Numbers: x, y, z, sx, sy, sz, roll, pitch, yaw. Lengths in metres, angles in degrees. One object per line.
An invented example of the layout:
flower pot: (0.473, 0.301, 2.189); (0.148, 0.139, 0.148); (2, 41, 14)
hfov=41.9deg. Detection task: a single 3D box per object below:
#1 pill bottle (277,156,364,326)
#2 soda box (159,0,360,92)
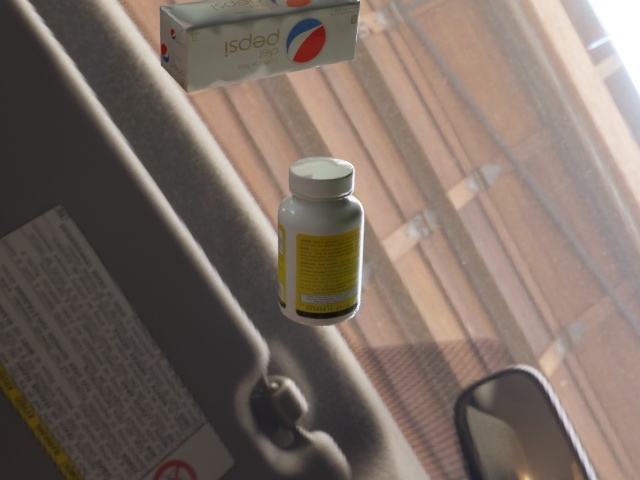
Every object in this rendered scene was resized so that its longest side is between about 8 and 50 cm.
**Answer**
pill bottle: (0.000, 0.000, 0.624); (0.065, 0.065, 0.116); (-38, -44, -51)
soda box: (-0.064, -0.226, 0.917); (0.216, 0.074, 0.069); (-18, -136, -29)
